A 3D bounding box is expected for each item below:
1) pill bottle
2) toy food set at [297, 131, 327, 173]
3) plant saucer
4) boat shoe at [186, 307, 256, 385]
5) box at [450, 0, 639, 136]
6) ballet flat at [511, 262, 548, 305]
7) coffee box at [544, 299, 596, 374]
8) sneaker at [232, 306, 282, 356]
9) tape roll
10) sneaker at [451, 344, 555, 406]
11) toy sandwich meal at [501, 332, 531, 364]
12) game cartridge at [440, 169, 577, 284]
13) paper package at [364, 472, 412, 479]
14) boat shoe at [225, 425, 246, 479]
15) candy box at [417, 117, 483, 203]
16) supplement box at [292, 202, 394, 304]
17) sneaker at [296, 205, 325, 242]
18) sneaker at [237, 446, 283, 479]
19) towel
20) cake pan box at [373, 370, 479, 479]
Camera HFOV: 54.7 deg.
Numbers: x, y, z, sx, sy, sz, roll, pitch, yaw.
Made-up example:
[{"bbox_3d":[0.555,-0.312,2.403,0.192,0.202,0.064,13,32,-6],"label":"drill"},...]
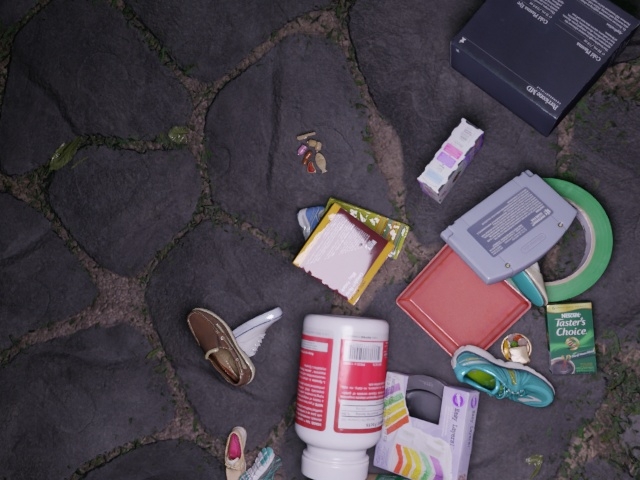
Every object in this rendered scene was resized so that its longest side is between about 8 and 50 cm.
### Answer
[{"bbox_3d":[0.052,0.400,1.610,0.229,0.229,0.407,4,85,13],"label":"pill bottle"},{"bbox_3d":[-0.027,-0.249,1.805,0.078,0.019,0.122,-13,89,11],"label":"toy food set"},{"bbox_3d":[0.372,0.159,1.624,0.259,0.048,0.258,44,116,12],"label":"plant saucer"},{"bbox_3d":[-0.279,0.288,1.682,0.257,0.095,0.095,45,105,11],"label":"boat shoe"},{"bbox_3d":[0.570,-0.509,1.620,0.343,0.179,0.312,42,93,13],"label":"box"},{"bbox_3d":[0.495,0.053,1.555,0.086,0.086,0.248,-44,76,5],"label":"ballet flat"},{"bbox_3d":[0.639,0.248,1.583,0.113,0.040,0.184,-4,91,12],"label":"coffee box"},{"bbox_3d":[-0.203,0.279,1.758,0.258,0.094,0.091,-34,87,16],"label":"sneaker"},{"bbox_3d":[0.583,0.001,1.616,0.322,0.077,0.321,-1,84,12],"label":"tape roll"},{"bbox_3d":[0.458,0.366,1.565,0.276,0.110,0.107,20,115,0],"label":"sneaker"},{"bbox_3d":[0.516,0.286,1.623,0.086,0.029,0.085,-1,84,12],"label":"toy sandwich meal"},{"bbox_3d":[0.471,-0.028,1.524,0.297,0.062,0.198,-34,70,-12],"label":"game cartridge"},{"bbox_3d":[0.151,0.763,1.578,0.325,0.168,0.309,0,87,13],"label":"paper package"},{"bbox_3d":[-0.244,0.613,1.738,0.063,0.059,0.169,0,84,12],"label":"boat shoe"},{"bbox_3d":[0.346,-0.207,1.643,0.070,0.165,0.196,37,92,14],"label":"candy box"},{"bbox_3d":[0.058,0.034,1.639,0.194,0.129,0.191,35,90,-3],"label":"supplement box"},{"bbox_3d":[0.000,0.000,1.740,0.081,0.080,0.211,-20,81,13],"label":"sneaker"},{"bbox_3d":[-0.166,0.656,1.710,0.076,0.065,0.166,40,92,-28],"label":"sneaker"},{"bbox_3d":[0.120,-0.034,1.714,0.237,0.021,0.102,20,88,-3],"label":"towel"},{"bbox_3d":[0.269,0.480,1.588,0.246,0.070,0.266,8,87,38],"label":"cake pan box"}]
